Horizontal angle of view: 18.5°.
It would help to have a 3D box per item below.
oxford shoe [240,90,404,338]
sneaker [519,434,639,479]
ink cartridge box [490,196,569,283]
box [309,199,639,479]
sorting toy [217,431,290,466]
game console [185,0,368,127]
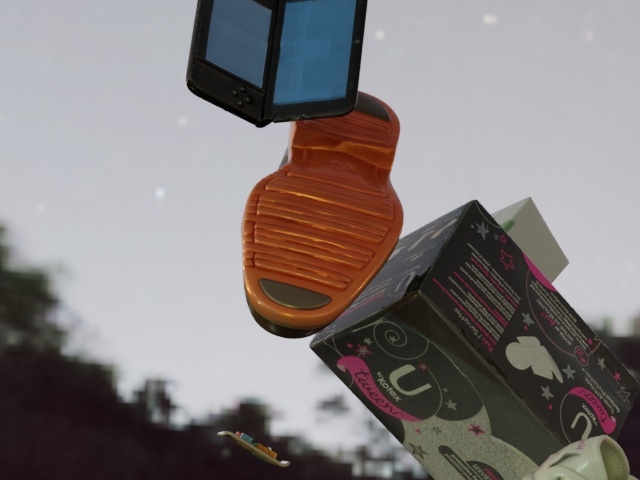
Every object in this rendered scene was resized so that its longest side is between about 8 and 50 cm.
[{"bbox_3d":[0.000,0.000,1.694,0.130,0.364,0.133,17,-60,2],"label":"oxford shoe"},{"bbox_3d":[0.157,0.212,1.435,0.305,0.152,0.114,1,6,21],"label":"sneaker"},{"bbox_3d":[0.144,0.053,2.158,0.212,0.093,0.154,-28,8,32],"label":"ink cartridge box"},{"bbox_3d":[0.141,0.117,1.804,0.247,0.142,0.163,48,-45,-13],"label":"box"},{"bbox_3d":[-0.056,0.172,1.641,0.062,0.012,0.083,27,-8,-3],"label":"sorting toy"},{"bbox_3d":[-0.036,-0.177,1.671,0.124,0.144,0.085,26,-33,-32],"label":"game console"}]
